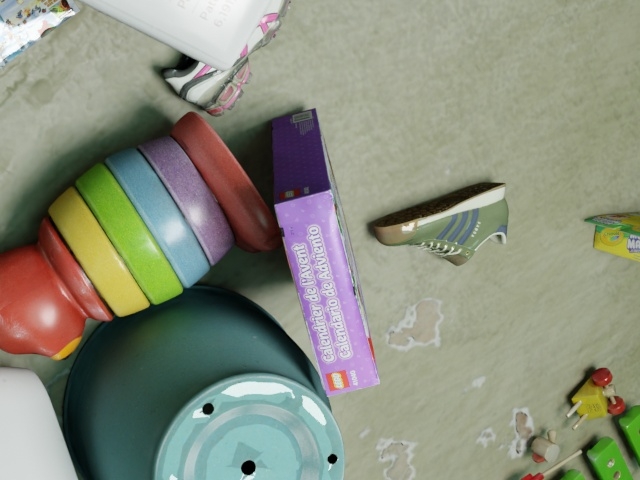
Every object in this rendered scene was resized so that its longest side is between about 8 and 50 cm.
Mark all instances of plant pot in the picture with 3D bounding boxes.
[{"bbox_3d":[-0.102,0.198,1.124,0.272,0.255,0.271,-3,98,-20],"label":"plant pot"}]

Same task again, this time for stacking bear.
[{"bbox_3d":[-0.206,0.013,1.111,0.289,0.175,0.164,-33,95,-10],"label":"stacking bear"}]

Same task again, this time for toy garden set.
[{"bbox_3d":[0.359,0.310,1.575,0.244,0.049,0.203,-39,120,-16],"label":"toy garden set"}]

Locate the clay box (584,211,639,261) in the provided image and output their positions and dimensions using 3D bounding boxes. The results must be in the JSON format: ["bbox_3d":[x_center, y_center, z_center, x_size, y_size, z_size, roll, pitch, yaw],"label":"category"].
[{"bbox_3d":[0.473,-0.005,1.517,0.222,0.127,0.053,-6,104,-29],"label":"clay box"}]

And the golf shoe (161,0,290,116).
[{"bbox_3d":[-0.093,-0.225,1.166,0.086,0.067,0.186,30,86,-31],"label":"golf shoe"}]

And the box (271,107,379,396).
[{"bbox_3d":[0.000,0.000,1.150,0.057,0.293,0.200,-14,111,3],"label":"box"}]

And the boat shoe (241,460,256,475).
[{"bbox_3d":[-0.060,0.271,1.318,0.152,0.056,0.049,-48,131,-8],"label":"boat shoe"}]

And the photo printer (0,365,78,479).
[{"bbox_3d":[-0.342,0.273,1.049,0.256,0.107,0.307,-13,74,-33],"label":"photo printer"}]

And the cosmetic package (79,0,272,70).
[{"bbox_3d":[-0.199,-0.392,0.871,0.394,0.329,0.327,23,106,-33],"label":"cosmetic package"}]

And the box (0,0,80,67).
[{"bbox_3d":[-0.310,-0.218,1.064,0.137,0.027,0.094,-40,120,-16],"label":"box"}]

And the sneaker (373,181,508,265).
[{"bbox_3d":[0.156,-0.006,1.365,0.192,0.064,0.086,-20,106,-29],"label":"sneaker"}]
